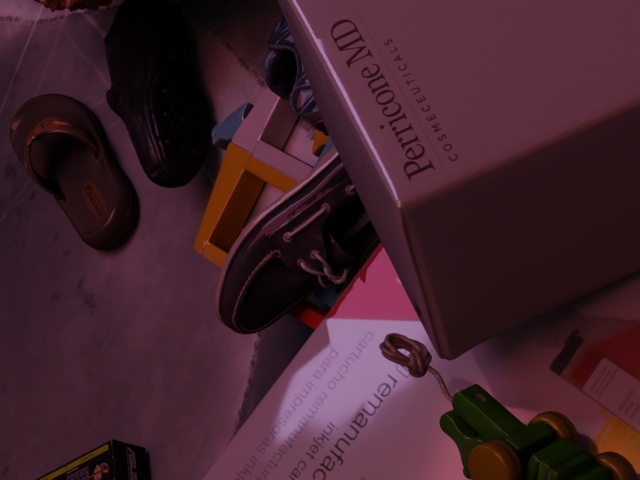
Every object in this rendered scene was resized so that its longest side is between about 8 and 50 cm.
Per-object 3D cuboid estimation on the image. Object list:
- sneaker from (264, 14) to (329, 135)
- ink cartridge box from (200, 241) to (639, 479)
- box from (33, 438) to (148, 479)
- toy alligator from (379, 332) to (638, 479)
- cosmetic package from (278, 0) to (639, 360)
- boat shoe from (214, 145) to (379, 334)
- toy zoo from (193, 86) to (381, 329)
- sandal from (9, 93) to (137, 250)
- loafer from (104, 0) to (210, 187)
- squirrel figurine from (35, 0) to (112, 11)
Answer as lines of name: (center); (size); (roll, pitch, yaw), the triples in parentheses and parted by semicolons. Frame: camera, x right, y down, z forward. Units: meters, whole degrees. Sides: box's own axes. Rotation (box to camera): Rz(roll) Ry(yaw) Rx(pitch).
sneaker: (-0.005, -0.174, 1.291); (0.125, 0.104, 0.262); (-43, 29, 16)
ink cartridge box: (0.163, 0.158, 0.915); (0.385, 0.160, 0.279); (37, 89, 36)
box: (-0.215, 0.284, 1.385); (0.191, 0.045, 0.184); (-31, 52, 33)
toy alligator: (0.096, 0.114, 0.844); (0.190, 0.056, 0.051); (34, 127, 36)
cosmetic package: (0.181, -0.115, 0.873); (0.365, 0.155, 0.197); (-25, 55, -4)
boat shoe: (0.000, 0.000, 1.227); (0.206, 0.075, 0.065); (-48, 44, 12)
toy zoo: (0.004, -0.037, 1.315); (0.293, 0.030, 0.192); (30, 95, 46)
sandal: (-0.242, -0.071, 1.545); (0.090, 0.060, 0.219); (-50, 46, 16)
loafer: (-0.150, -0.127, 1.474); (0.078, 0.076, 0.223); (-42, 44, 31)
squirrel figurine: (-0.145, -0.376, 1.437); (0.370, 0.281, 0.397); (8, 85, 45)
